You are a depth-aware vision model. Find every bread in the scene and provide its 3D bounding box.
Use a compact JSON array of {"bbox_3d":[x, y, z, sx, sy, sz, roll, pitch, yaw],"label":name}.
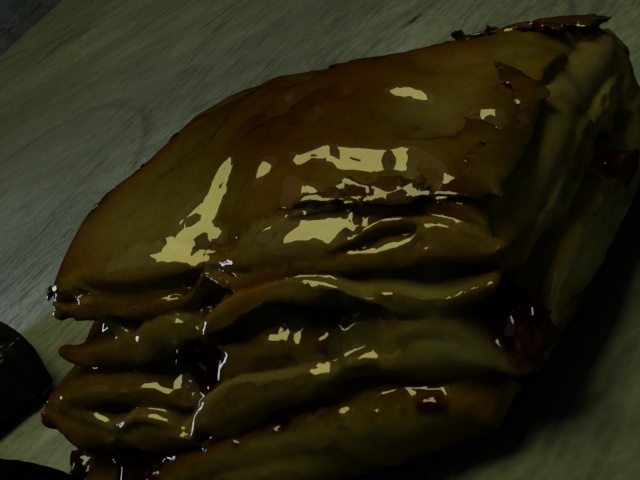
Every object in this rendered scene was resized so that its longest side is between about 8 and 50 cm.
[{"bbox_3d":[0.000,0.000,0.856,0.324,0.167,0.277,-23,22,38],"label":"bread"}]

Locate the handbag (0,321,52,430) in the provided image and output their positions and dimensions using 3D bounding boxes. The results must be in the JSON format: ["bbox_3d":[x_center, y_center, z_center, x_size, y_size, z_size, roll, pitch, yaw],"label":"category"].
[{"bbox_3d":[-0.337,0.137,1.278,0.223,0.080,0.247,-41,19,-13],"label":"handbag"}]

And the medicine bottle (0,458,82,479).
[{"bbox_3d":[-0.087,0.159,0.745,0.258,0.079,0.124,-16,55,44],"label":"medicine bottle"}]
